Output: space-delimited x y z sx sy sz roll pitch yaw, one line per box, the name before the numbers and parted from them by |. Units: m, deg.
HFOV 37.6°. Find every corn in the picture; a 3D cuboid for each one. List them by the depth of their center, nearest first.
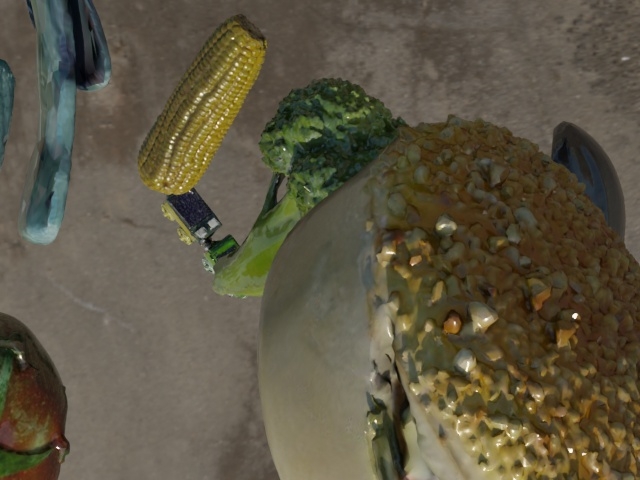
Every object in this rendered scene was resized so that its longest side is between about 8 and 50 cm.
corn | -0.130 -0.146 1.051 0.080 0.080 0.231 46 118 16

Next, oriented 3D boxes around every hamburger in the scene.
hamburger | 0.103 0.075 0.517 0.170 0.302 0.302 -23 88 33

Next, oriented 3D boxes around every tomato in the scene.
tomato | -0.431 0.209 1.008 0.239 0.303 0.304 5 105 45

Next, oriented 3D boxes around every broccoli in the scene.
broccoli | 0.033 -0.002 0.987 0.254 0.186 0.302 46 149 21

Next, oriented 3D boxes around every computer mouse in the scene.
computer mouse | 0.293 0.004 1.049 0.086 0.137 0.270 5 100 16

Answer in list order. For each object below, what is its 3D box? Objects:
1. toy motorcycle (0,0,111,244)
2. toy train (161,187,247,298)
toy motorcycle | -0.191 -0.092 0.332 0.154 0.206 0.260 -5 111 57
toy train | -0.165 0.001 1.414 0.202 0.060 0.081 53 160 -5
